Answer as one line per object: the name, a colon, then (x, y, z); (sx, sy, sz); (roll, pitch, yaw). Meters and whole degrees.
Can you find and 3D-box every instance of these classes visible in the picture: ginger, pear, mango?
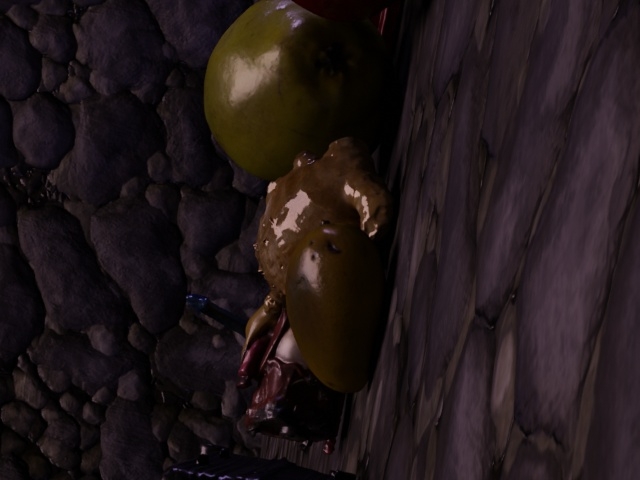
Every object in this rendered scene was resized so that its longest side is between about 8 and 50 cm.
ginger: (0.000, 0.000, 1.546); (0.216, 0.102, 0.157); (-56, 53, 35)
pear: (-0.023, -0.163, 1.703); (0.269, 0.212, 0.212); (160, 121, -70)
mango: (0.015, 0.063, 1.428); (0.103, 0.076, 0.161); (15, 115, 44)

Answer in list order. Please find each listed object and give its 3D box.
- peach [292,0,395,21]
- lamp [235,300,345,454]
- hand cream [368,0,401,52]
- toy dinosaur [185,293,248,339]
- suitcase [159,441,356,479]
peach: (0.020, -0.329, 1.537); (0.243, 0.199, 0.243); (3, -90, -85)
lamp: (-0.014, 0.090, 1.645); (0.118, 0.118, 0.253); (108, 174, -69)
hand cream: (0.021, -0.298, 1.906); (0.230, 0.149, 0.230); (-168, 90, -89)
toy dinosaur: (-0.069, 0.127, 1.843); (0.247, 0.188, 0.075); (105, -178, -73)
suitcase: (-0.065, 0.285, 1.232); (0.335, 0.152, 0.229); (59, -138, -83)
